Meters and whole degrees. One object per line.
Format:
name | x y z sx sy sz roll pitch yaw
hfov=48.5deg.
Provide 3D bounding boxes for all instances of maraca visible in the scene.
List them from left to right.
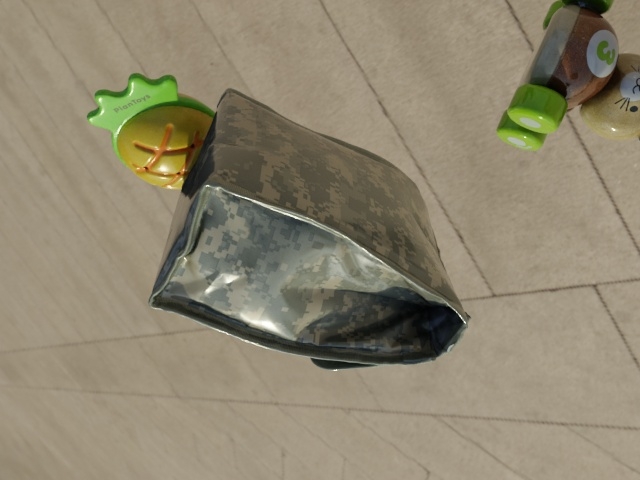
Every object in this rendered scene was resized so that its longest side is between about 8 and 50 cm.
maraca | -0.177 -0.121 0.799 0.185 0.127 0.099 50 -163 -58

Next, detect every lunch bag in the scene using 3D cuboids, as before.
lunch bag | 0.000 0.000 0.718 0.287 0.235 0.169 21 118 -15

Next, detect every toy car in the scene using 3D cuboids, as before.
toy car | 0.296 -0.150 0.702 0.188 0.155 0.149 24 177 7
